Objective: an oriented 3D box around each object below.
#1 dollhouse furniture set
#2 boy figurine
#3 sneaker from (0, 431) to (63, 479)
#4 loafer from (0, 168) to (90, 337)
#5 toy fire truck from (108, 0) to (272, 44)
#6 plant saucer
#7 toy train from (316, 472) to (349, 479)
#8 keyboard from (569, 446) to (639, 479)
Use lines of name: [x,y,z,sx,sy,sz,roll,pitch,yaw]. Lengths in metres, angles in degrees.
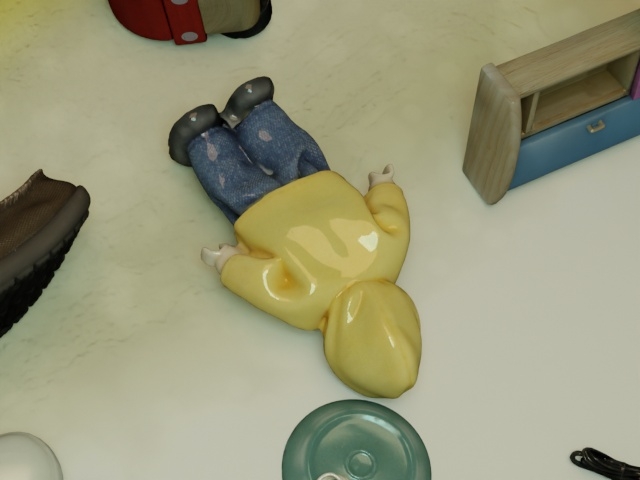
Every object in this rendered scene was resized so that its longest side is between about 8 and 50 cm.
dollhouse furniture set: [0.287,-0.056,1.198,0.198,0.286,0.303,-24,59,-18]
boy figurine: [0.000,0.000,1.238,0.177,0.092,0.285,-31,74,-21]
sneaker: [-0.300,0.226,1.067,0.290,0.123,0.106,-37,73,-23]
loafer: [-0.317,0.041,1.112,0.130,0.134,0.366,46,52,5]
toy fire truck: [-0.175,-0.288,1.329,0.246,0.158,0.217,-6,66,2]
plant saucer: [0.030,0.176,1.196,0.119,0.021,0.119,4,64,-8]
toy train: [-0.005,0.256,1.127,0.125,0.046,0.166,37,75,4]
keyboard: [0.250,0.255,1.187,0.317,0.033,0.201,16,63,-2]
